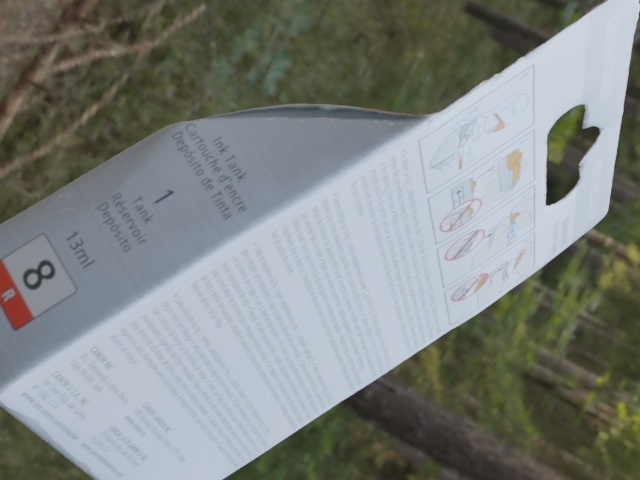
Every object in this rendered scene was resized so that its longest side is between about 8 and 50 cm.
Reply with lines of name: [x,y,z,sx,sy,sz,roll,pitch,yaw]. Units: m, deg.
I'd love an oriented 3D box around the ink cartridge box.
ink cartridge box: [0.000,0.000,0.377,0.179,0.045,0.145,-35,157,-7]
